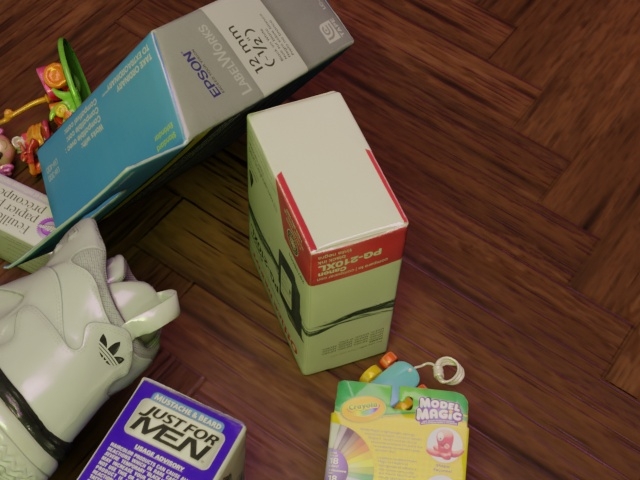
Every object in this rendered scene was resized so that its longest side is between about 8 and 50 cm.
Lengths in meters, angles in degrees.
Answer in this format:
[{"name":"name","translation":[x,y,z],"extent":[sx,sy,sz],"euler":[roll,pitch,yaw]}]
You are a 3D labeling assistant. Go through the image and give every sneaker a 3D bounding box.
[{"name":"sneaker","translation":[-0.271,0.087,0.956],"extent":[0.210,0.137,0.366],"euler":[-42,30,-24]}]

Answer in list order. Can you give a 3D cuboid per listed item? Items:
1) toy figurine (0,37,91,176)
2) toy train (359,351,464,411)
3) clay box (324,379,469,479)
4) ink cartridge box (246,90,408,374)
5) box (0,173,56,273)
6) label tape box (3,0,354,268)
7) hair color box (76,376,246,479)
[{"name":"toy figurine","translation":[-0.337,-0.124,1.215],"extent":[0.159,0.130,0.173],"euler":[-19,82,-2]},{"name":"toy train","translation":[0.087,0.192,1.052],"extent":[0.125,0.046,0.166],"euler":[10,57,0]},{"name":"clay box","translation":[0.064,0.244,0.966],"extent":[0.127,0.053,0.222],"euler":[6,70,4]},{"name":"ink cartridge box","translation":[0.000,0.000,1.062],"extent":[0.100,0.237,0.172],"euler":[-17,58,-13]},{"name":"box","translation":[-0.404,-0.053,1.166],"extent":[0.324,0.067,0.063],"euler":[24,56,12]},{"name":"label tape box","translation":[-0.160,-0.126,1.069],"extent":[0.348,0.249,0.115],"euler":[-36,93,-45]},{"name":"hair color box","translation":[-0.181,0.302,0.860],"extent":[0.110,0.185,0.339],"euler":[24,55,12]}]
